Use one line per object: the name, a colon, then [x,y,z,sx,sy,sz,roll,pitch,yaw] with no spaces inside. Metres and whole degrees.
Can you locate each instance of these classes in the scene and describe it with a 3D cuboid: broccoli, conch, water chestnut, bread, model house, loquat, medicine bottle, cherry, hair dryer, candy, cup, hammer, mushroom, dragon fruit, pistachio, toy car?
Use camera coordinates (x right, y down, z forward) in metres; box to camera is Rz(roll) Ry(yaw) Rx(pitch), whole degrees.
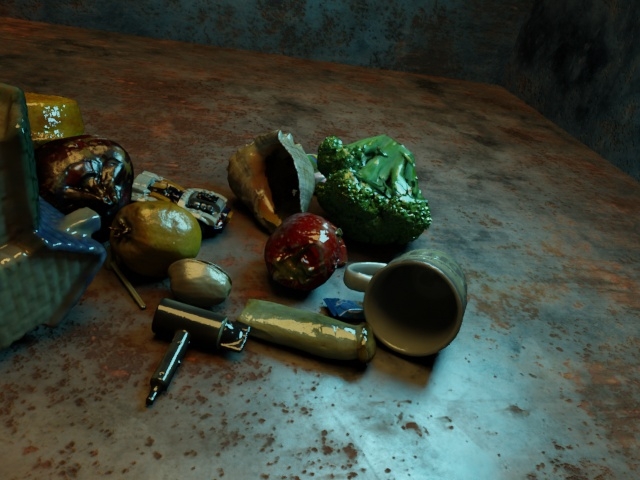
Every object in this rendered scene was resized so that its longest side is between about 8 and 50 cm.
broccoli: [0.160,-0.137,1.738,0.310,0.321,0.413,-38,54,-17]
conch: [-0.109,-0.171,1.725,0.210,0.297,0.352,-24,70,-39]
water chestnut: [-0.571,-0.116,1.428,0.244,0.289,0.289,35,34,6]
bread: [-0.871,-0.353,1.778,0.312,0.172,0.312,4,16,-1]
model house: [-0.656,-0.063,1.101,0.395,0.445,0.400,33,46,26]
loquat: [-0.389,-0.009,1.397,0.234,0.187,0.176,16,27,-45]
medicine bottle: [-0.003,-0.214,2.002,0.115,0.078,0.219,-1,33,-26]
cherry: [-0.043,0.015,1.502,0.175,0.192,0.250,30,30,-22]
hair dryer: [-0.267,0.235,1.188,0.195,0.078,0.248,15,40,3]
candy: [0.081,0.169,1.448,0.136,0.038,0.088,8,17,-22]
cup: [0.210,0.116,1.435,0.301,0.227,0.257,17,18,17]
hammer: [-0.446,0.086,1.368,0.028,0.060,0.195,-16,45,-40]
mushroom: [-0.028,0.201,1.314,0.312,0.081,0.100,12,27,7]
dragon fruit: [0.000,0.000,1.626,0.083,0.106,0.162,-18,45,-39]
pistachio: [-0.276,0.095,1.360,0.149,0.113,0.113,9,30,-17]
toy car: [-0.390,-0.099,1.635,0.301,0.118,0.193,14,28,-1]
